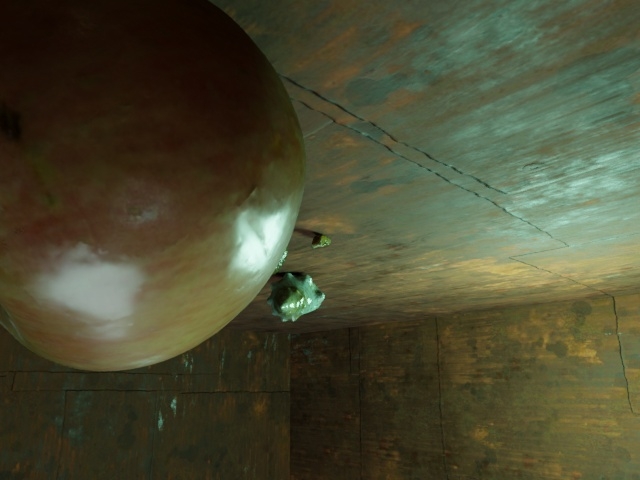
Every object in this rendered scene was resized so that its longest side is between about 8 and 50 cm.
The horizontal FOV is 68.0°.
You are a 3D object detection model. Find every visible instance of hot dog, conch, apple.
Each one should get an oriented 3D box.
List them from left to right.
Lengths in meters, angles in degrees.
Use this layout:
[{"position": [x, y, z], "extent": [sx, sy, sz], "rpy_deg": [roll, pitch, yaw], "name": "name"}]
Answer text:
[{"position": [-0.199, -0.067, 0.493], "extent": [0.346, 0.392, 0.391], "rpy_deg": [-30, -174, -40], "name": "apple"}, {"position": [-0.082, 0.198, 1.811], "extent": [0.203, 0.170, 0.386], "rpy_deg": [19, -157, 12], "name": "conch"}, {"position": [0.000, 0.000, 1.317], "extent": [0.030, 0.034, 0.090], "rpy_deg": [-18, 178, 20], "name": "hot dog"}]

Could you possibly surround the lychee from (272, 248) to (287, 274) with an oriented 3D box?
[{"position": [-0.150, 0.042, 1.321], "extent": [0.114, 0.114, 0.146], "rpy_deg": [14, 140, -40], "name": "lychee"}]
